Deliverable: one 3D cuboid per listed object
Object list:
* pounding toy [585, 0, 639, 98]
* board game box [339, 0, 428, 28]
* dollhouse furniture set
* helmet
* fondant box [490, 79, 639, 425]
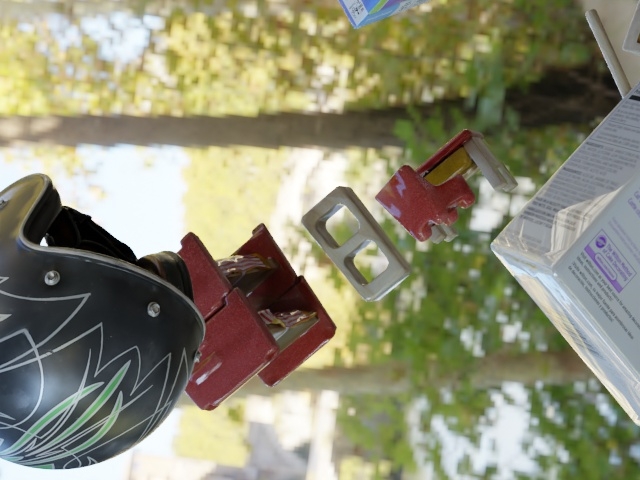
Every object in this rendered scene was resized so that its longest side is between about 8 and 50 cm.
[{"bbox_3d":[0.353,-0.207,1.539,0.094,0.181,0.206,-31,-40,-70],"label":"pounding toy"},{"bbox_3d":[0.193,-0.319,1.328,0.078,0.347,0.233,62,151,6],"label":"board game box"},{"bbox_3d":[0.000,0.000,1.557,0.374,0.152,0.201,-41,-10,15],"label":"dollhouse furniture set"},{"bbox_3d":[-0.153,0.057,0.902,0.161,0.169,0.169,-109,21,-50],"label":"helmet"},{"bbox_3d":[0.330,-0.025,1.226,0.330,0.238,0.096,-46,27,-8],"label":"fondant box"}]
